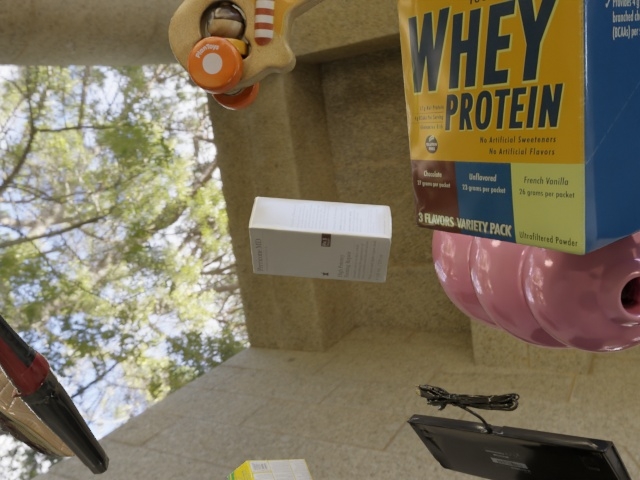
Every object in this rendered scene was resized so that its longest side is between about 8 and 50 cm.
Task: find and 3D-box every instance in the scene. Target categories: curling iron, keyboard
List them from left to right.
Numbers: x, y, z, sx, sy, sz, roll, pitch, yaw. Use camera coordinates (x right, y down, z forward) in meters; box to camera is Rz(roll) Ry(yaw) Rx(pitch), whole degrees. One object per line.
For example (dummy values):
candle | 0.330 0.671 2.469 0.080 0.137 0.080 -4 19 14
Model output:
curling iron | -0.233 0.114 0.438 0.035 0.068 0.274 10 -39 22
keyboard | 0.248 0.271 0.792 0.317 0.033 0.201 -12 -61 50

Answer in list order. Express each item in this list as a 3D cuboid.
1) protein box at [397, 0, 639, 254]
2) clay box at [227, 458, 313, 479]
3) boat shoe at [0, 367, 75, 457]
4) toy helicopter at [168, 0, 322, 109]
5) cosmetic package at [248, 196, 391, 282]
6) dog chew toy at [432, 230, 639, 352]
protein box | 0.174 -0.119 0.389 0.136 0.200 0.201 14 -65 55
clay box | -0.038 0.419 0.794 0.053 0.127 0.222 -43 -129 22
boat shoe | -0.583 0.325 1.108 0.092 0.103 0.285 -30 -67 20
toy helicopter | -0.083 -0.388 0.917 0.355 0.140 0.235 -27 -94 7
cosmetic package | 0.000 0.000 0.970 0.231 0.085 0.117 2 -45 2
dog chew toy | 0.242 0.021 0.608 0.207 0.332 0.206 0 -81 -2
